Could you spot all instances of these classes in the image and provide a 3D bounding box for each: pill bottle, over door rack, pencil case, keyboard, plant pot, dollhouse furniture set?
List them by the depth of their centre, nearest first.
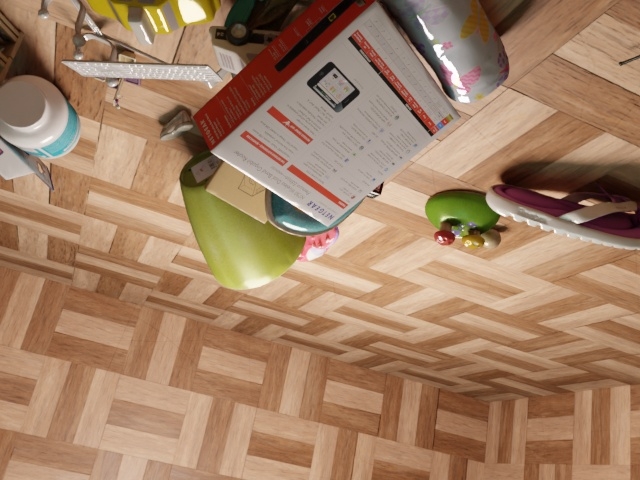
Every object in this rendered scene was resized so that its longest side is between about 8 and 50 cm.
[{"bbox_3d":[0.181,-0.320,0.966,0.124,0.113,0.273,8,161,42],"label":"pencil case"},{"bbox_3d":[-0.341,-0.355,1.068,0.324,0.108,0.239,17,161,19],"label":"over door rack"},{"bbox_3d":[-0.292,-0.280,1.069,0.256,0.014,0.072,5,-179,11],"label":"keyboard"},{"bbox_3d":[-0.693,-0.378,1.221,0.184,0.129,0.129,4,156,17],"label":"dollhouse furniture set"},{"bbox_3d":[-0.410,-0.320,1.285,0.091,0.081,0.114,16,157,-11],"label":"dollhouse furniture set"},{"bbox_3d":[-0.591,-0.256,1.351,0.146,0.146,0.264,16,176,-12],"label":"pill bottle"},{"bbox_3d":[-0.214,-0.077,1.595,0.275,0.275,0.293,-1,139,28],"label":"plant pot"}]

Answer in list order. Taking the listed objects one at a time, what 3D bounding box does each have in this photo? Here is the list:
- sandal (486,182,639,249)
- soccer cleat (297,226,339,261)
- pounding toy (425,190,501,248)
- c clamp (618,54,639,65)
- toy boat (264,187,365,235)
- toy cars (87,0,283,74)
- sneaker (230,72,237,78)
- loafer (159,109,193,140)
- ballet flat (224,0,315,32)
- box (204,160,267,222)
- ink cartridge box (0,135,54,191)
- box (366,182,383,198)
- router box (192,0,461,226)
[{"bbox_3d":[0.568,-0.069,1.381,0.416,0.169,0.102,11,117,2],"label":"sandal"},{"bbox_3d":[0.000,0.000,1.883,0.095,0.083,0.248,-10,165,-32],"label":"soccer cleat"},{"bbox_3d":[0.349,-0.020,1.603,0.183,0.110,0.237,2,155,22],"label":"pounding toy"},{"bbox_3d":[0.574,-0.268,1.029,0.137,0.022,0.161,-19,142,42],"label":"c clamp"},{"bbox_3d":[-0.032,-0.165,1.311,0.318,0.267,0.148,54,159,-18],"label":"toy boat"},{"bbox_3d":[-0.155,-0.290,0.928,0.394,0.087,0.176,16,164,-38],"label":"toy cars"},{"bbox_3d":[-0.065,-0.292,1.161,0.215,0.084,0.083,12,125,22],"label":"sneaker"},{"bbox_3d":[-0.326,-0.258,1.463,0.045,0.039,0.125,-14,-179,-40],"label":"loafer"},{"bbox_3d":[-0.053,-0.370,0.975,0.124,0.116,0.342,5,163,-20],"label":"ballet flat"},{"bbox_3d":[-0.135,-0.155,1.438,0.164,0.021,0.201,30,108,-25],"label":"box"},{"bbox_3d":[-0.733,-0.248,1.399,0.371,0.069,0.176,51,175,-36],"label":"ink cartridge box"},{"bbox_3d":[0.045,-0.195,1.228,0.191,0.184,0.045,18,167,-18],"label":"box"},{"bbox_3d":[0.026,-0.192,1.007,0.301,0.082,0.335,-39,147,13],"label":"router box"}]
